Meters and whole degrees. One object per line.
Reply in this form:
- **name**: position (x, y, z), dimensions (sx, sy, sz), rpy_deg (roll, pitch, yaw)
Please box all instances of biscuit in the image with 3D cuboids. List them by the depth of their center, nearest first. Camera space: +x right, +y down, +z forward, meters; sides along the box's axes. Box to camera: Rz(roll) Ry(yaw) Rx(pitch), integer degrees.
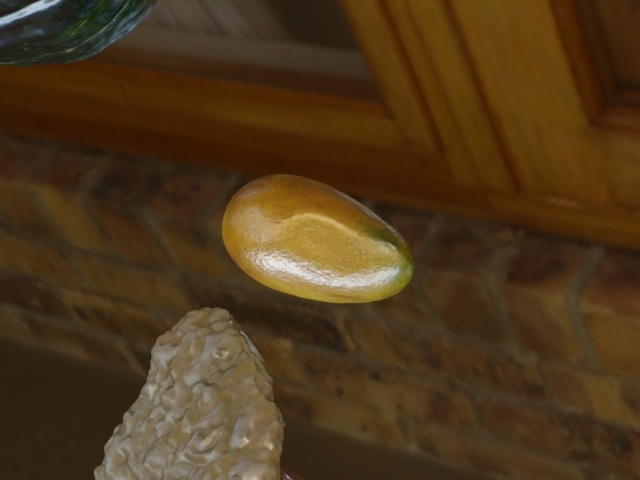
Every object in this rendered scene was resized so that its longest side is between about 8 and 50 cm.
- **biscuit**: position (-0.079, 0.151, 0.704), dimensions (0.133, 0.032, 0.250), rpy_deg (24, -99, 52)

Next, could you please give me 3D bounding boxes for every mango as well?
- **mango**: position (-0.002, 0.003, 1.355), dimensions (0.165, 0.115, 0.089), rpy_deg (21, -119, 1)

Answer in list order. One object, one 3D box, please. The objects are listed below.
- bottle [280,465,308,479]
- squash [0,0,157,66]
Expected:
- **bottle**: position (0.030, 0.221, 1.019), dimensions (0.120, 0.253, 0.120), rpy_deg (-55, -164, 24)
- **squash**: position (-0.182, -0.228, 0.947), dimensions (0.165, 0.252, 0.252), rpy_deg (-5, -134, 9)
